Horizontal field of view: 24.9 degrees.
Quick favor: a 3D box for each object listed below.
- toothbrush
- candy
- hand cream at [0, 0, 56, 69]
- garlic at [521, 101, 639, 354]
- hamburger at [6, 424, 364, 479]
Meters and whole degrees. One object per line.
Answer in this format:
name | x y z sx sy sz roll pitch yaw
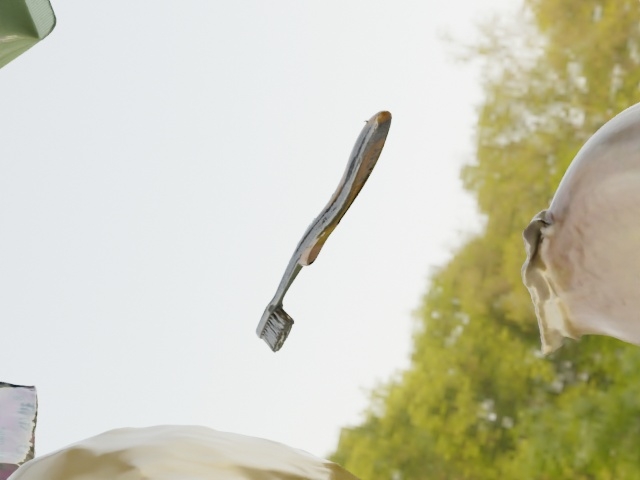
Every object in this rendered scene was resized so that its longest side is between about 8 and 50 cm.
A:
toothbrush | -0.002 -0.002 1.170 0.023 0.031 0.321 -32 -20 -36
candy | -0.259 0.179 1.129 0.160 0.073 0.092 -116 39 -69
hand cream | -0.336 -0.124 1.092 0.093 0.306 0.147 43 -162 -50
garlic | 0.237 -0.004 0.751 0.128 0.267 0.148 -46 -48 -30
hamburger | -0.024 0.119 0.384 0.115 0.162 0.162 -68 -16 15
